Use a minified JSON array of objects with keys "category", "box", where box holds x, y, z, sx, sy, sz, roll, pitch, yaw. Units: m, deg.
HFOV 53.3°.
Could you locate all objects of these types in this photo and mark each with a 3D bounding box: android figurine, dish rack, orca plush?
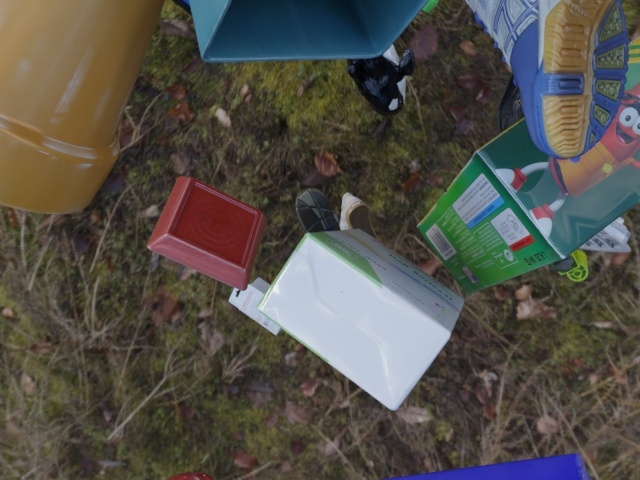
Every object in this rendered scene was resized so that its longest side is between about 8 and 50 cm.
[{"category":"android figurine","box":[0.484,-0.035,1.339,0.056,0.273,0.248,-29,97,26]},{"category":"dish rack","box":[0.648,-0.083,1.710,0.332,0.285,0.072,30,88,-8]},{"category":"orca plush","box":[0.094,-0.352,1.216,0.151,0.102,0.287,21,140,25]}]

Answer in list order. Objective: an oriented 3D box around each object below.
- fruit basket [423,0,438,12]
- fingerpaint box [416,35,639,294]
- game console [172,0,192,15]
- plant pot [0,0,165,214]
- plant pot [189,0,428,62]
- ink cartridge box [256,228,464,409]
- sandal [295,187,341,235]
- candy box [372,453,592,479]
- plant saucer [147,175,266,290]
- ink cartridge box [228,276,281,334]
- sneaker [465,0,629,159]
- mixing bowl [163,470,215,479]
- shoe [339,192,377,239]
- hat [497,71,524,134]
[{"category":"fruit basket","box":[0.163,-0.744,1.573,0.392,0.283,0.392,13,140,11]},{"category":"fingerpaint box","box":[0.363,-0.103,0.920,0.371,0.445,0.163,-35,82,-7]},{"category":"game console","box":[-0.377,-0.541,1.190,0.173,0.250,0.293,-25,149,27]},{"category":"plant pot","box":[-0.229,-0.156,0.514,0.205,0.205,0.188,35,104,-16]},{"category":"plant pot","box":[-0.019,-0.279,0.465,0.165,0.234,0.165,-10,164,-29]},{"category":"ink cartridge box","box":[0.080,0.084,0.888,0.207,0.353,0.119,35,100,11]},{"category":"sandal","box":[0.000,0.000,1.271,0.090,0.060,0.219,-22,103,-7]},{"category":"candy box","box":[0.150,0.394,0.680,0.317,0.268,0.122,-19,125,28]},{"category":"plant saucer","box":[-0.263,-0.033,1.577,0.258,0.259,0.048,26,136,-15]},{"category":"ink cartridge box","box":[-0.174,0.186,1.917,0.181,0.061,0.104,34,121,8]},{"category":"sneaker","box":[0.208,-0.223,0.620,0.111,0.131,0.297,-4,91,-34]},{"category":"mixing bowl","box":[-0.134,0.327,0.716,0.098,0.181,0.181,-49,112,-20]},{"category":"shoe","box":[0.083,-0.019,1.461,0.076,0.058,0.219,-29,139,-18]},{"category":"hat","box":[0.622,-0.333,1.662,0.331,0.134,0.331,5,114,12]}]
